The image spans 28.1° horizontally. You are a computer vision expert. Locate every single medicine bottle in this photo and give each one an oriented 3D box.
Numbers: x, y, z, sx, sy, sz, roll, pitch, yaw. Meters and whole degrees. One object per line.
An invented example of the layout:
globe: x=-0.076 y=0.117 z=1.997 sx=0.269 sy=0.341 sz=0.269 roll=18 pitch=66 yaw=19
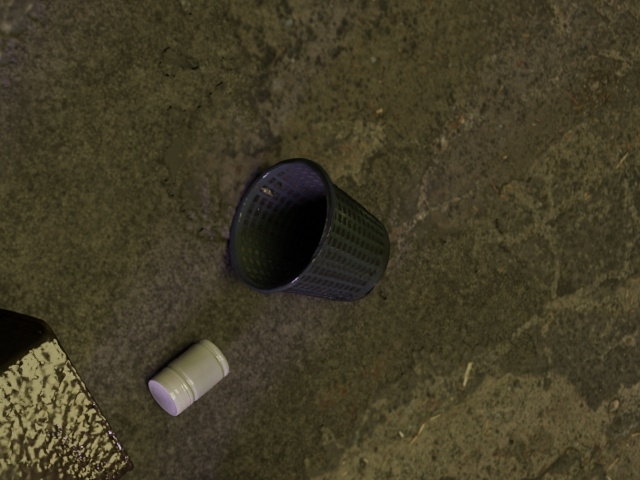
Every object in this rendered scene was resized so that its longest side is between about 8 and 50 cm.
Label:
medicine bottle: x=-0.161 y=0.167 z=1.572 sx=0.089 sy=0.057 sz=0.057 roll=-39 pitch=113 yaw=-29

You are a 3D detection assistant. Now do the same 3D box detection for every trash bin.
trash bin: x=0.000 y=0.000 z=1.629 sx=0.161 sy=0.175 sz=0.176 roll=22 pitch=79 yaw=-44

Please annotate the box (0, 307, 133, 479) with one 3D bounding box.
box: x=-0.336 y=0.182 z=1.317 sx=0.143 sy=0.273 sz=0.184 roll=-36 pitch=110 yaw=-26
